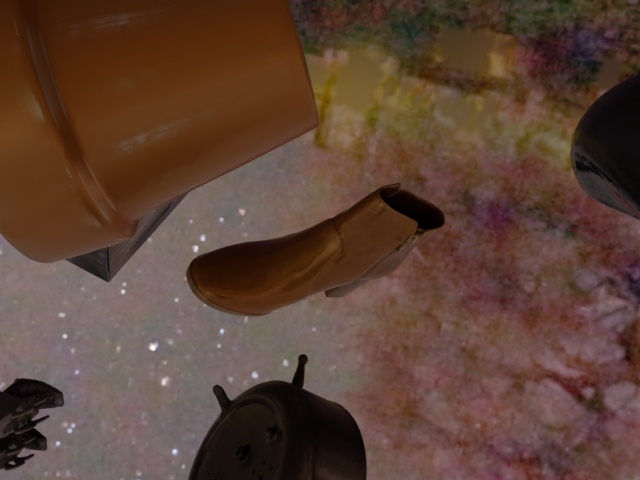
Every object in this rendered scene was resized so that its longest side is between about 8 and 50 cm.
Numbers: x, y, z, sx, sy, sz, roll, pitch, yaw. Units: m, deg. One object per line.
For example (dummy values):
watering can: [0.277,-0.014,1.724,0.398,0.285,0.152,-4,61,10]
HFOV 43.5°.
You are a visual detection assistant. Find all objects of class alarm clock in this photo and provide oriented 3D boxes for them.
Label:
alarm clock: [-0.030,0.165,0.490,0.064,0.129,0.192,29,-158,-33]

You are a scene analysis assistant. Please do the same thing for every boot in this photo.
boot: [0.001,0.001,0.994,0.295,0.211,0.104,1,-122,-42]

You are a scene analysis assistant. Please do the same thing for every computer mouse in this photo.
computer mouse: [0.266,-0.067,0.554,0.072,0.188,0.272,49,-179,-27]

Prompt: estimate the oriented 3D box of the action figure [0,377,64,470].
action figure: [-0.400,0.239,0.821,0.099,0.185,0.285,20,-155,20]

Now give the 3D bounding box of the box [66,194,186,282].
box: [-0.196,-0.093,0.710,0.183,0.056,0.231,26,-130,10]

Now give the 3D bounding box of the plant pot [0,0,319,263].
plant pot: [-0.106,-0.108,0.494,0.188,0.205,0.205,-15,-167,0]
